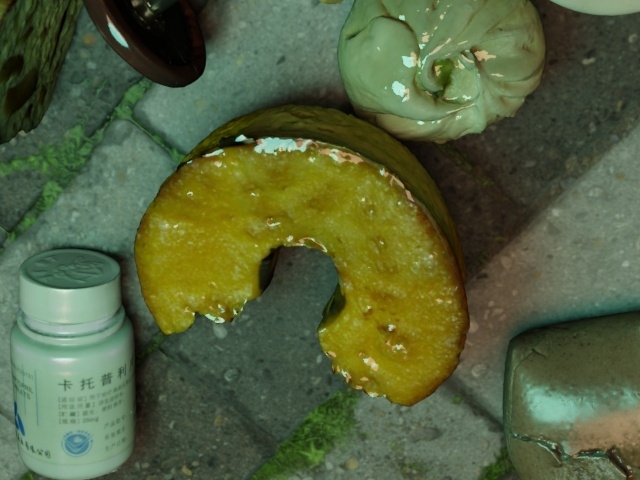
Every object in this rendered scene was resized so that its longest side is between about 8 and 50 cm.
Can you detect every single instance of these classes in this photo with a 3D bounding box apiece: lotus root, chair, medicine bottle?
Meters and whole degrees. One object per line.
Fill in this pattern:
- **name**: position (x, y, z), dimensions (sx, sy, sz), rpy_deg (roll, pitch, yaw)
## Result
- **lotus root**: position (-0.414, -0.289, 1.526), dimensions (0.250, 0.316, 0.316), rpy_deg (28, 113, -4)
- **chair**: position (-0.115, -0.326, 1.502), dimensions (0.401, 0.226, 0.226), rpy_deg (-29, 108, 24)
- **medicine bottle**: position (-0.339, 0.168, 1.793), dimensions (0.170, 0.170, 0.293), rpy_deg (4, 113, 4)

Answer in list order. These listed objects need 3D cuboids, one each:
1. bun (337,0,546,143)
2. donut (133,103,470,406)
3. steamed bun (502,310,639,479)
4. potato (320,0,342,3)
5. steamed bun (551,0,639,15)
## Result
- **bun**: position (0.143, -0.229, 1.576), dimensions (0.259, 0.160, 0.259), rpy_deg (3, 112, 7)
- **donut**: position (0.000, 0.000, 1.656), dimensions (0.435, 0.163, 0.377), rpy_deg (22, 128, -2)
- **steamed bun**: position (0.371, 0.261, 1.747), dimensions (0.251, 0.199, 0.301), rpy_deg (-13, 113, 11)
- **potato**: position (0.016, -0.333, 1.600), dimensions (0.068, 0.062, 0.083), rpy_deg (16, 137, 14)
- **steamed bun**: position (0.319, -0.354, 1.499), dimensions (0.242, 0.146, 0.164), rpy_deg (4, 120, -6)
